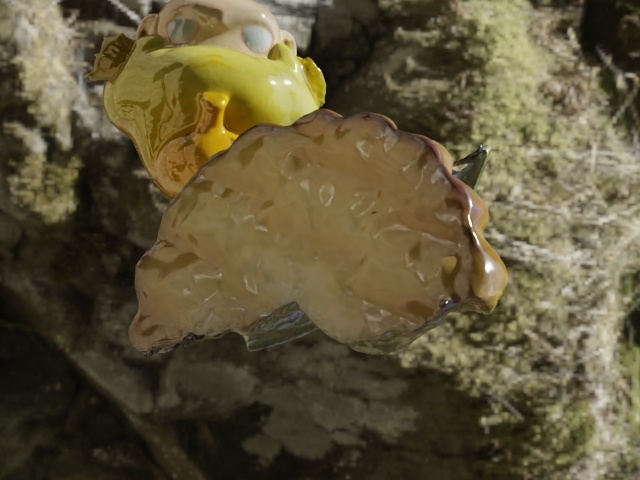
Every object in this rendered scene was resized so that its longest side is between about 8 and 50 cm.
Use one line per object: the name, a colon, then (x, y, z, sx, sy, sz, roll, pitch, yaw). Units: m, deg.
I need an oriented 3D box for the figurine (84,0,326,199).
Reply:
figurine: (-0.071, -0.135, 0.657, 0.131, 0.156, 0.246, -130, -132, -83)

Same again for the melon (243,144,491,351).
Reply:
melon: (0.023, 0.001, 0.615, 0.098, 0.182, 0.054, 79, -10, -46)

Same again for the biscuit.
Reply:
biscuit: (0.000, 0.000, 0.458, 0.061, 0.183, 0.118, 34, 56, -53)
